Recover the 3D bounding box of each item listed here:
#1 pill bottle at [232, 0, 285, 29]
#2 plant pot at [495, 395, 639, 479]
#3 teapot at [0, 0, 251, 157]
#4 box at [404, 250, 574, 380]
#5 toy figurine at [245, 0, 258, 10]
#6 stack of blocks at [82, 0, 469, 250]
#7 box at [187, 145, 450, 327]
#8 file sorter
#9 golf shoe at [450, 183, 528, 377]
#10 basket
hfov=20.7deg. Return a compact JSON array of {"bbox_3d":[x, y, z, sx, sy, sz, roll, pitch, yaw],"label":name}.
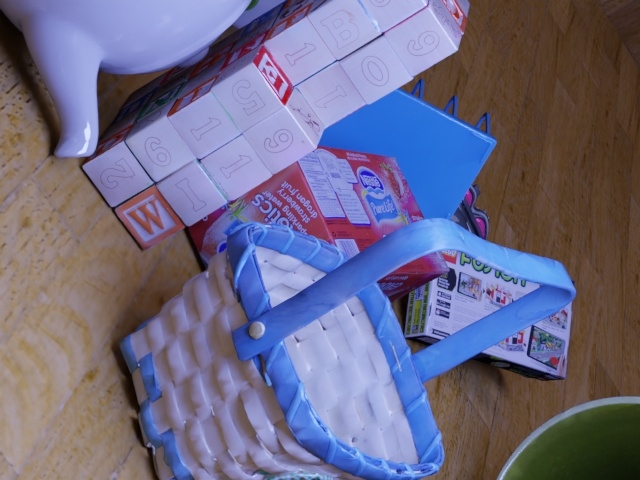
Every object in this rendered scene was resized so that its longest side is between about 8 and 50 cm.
[{"bbox_3d":[-0.021,-0.295,1.801,0.160,0.160,0.283,59,14,-4],"label":"pill bottle"},{"bbox_3d":[0.321,0.320,1.748,0.293,0.274,0.275,49,19,-67],"label":"plant pot"},{"bbox_3d":[-0.137,-0.223,1.400,0.187,0.256,0.252,60,5,-34],"label":"teapot"},{"bbox_3d":[0.183,0.072,1.863,0.207,0.036,0.114,19,71,-35],"label":"box"},{"bbox_3d":[-0.134,-0.234,1.569,0.159,0.130,0.173,-53,144,-36],"label":"toy figurine"},{"bbox_3d":[-0.032,-0.127,1.411,0.087,0.297,0.171,55,21,-16],"label":"stack of blocks"},{"bbox_3d":[0.000,0.000,1.564,0.128,0.122,0.257,65,21,11],"label":"box"},{"bbox_3d":[0.079,-0.110,1.806,0.170,0.118,0.104,27,24,-6],"label":"file sorter"},{"bbox_3d":[0.163,0.059,1.937,0.273,0.105,0.120,55,45,-16],"label":"golf shoe"},{"bbox_3d":[0.025,0.080,1.286,0.254,0.289,0.201,19,41,-56],"label":"basket"}]
